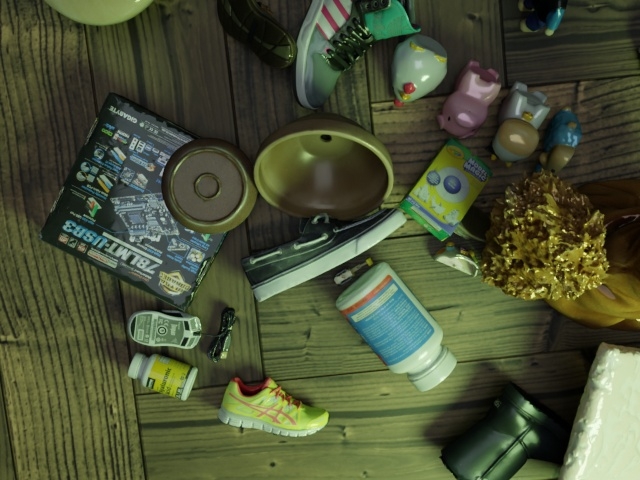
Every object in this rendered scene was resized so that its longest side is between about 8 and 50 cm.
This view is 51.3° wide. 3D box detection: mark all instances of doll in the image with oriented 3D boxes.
[{"bbox_3d":[0.375,-0.405,1.107,0.046,0.189,0.129,-8,96,1],"label":"doll"}]

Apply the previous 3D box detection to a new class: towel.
[{"bbox_3d":[0.557,0.351,1.188,0.316,0.053,0.332,9,98,-30],"label":"towel"}]

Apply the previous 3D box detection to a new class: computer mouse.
[{"bbox_3d":[-0.259,0.163,1.239,0.192,0.042,0.106,10,102,-6],"label":"computer mouse"}]

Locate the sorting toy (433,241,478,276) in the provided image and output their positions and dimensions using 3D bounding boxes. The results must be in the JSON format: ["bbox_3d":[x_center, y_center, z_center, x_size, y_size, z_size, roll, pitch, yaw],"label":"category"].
[{"bbox_3d":[0.256,0.035,1.208,0.083,0.075,0.045,23,96,-3],"label":"sorting toy"}]

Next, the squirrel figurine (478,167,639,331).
[{"bbox_3d":[0.456,0.032,1.053,0.396,0.370,0.281,6,96,-4],"label":"squirrel figurine"}]

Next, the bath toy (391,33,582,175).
[{"bbox_3d":[0.271,-0.227,1.162,0.348,0.151,0.129,27,127,-1],"label":"bath toy"}]

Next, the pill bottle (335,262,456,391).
[{"bbox_3d":[0.140,0.159,1.197,0.124,0.124,0.221,-40,94,4],"label":"pill bottle"}]

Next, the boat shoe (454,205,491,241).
[{"bbox_3d":[0.249,-0.040,1.221,0.153,0.048,0.056,24,69,-9],"label":"boat shoe"}]

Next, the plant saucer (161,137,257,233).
[{"bbox_3d":[-0.194,-0.093,1.152,0.168,0.029,0.169,0,97,-1],"label":"plant saucer"}]

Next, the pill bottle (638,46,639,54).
[{"bbox_3d":[0.617,-0.299,1.179,0.067,0.067,0.120,-24,95,2],"label":"pill bottle"}]

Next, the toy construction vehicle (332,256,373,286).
[{"bbox_3d":[0.037,0.034,1.233,0.098,0.035,0.086,-32,88,6],"label":"toy construction vehicle"}]

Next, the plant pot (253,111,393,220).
[{"bbox_3d":[0.007,-0.143,1.148,0.237,0.237,0.110,4,56,-1],"label":"plant pot"}]

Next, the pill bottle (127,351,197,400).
[{"bbox_3d":[-0.293,0.248,1.235,0.116,0.065,0.065,19,95,-1],"label":"pill bottle"}]

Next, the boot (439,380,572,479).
[{"bbox_3d":[0.369,0.403,1.239,0.246,0.094,0.207,37,102,-12],"label":"boot"}]

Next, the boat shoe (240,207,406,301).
[{"bbox_3d":[0.000,0.000,1.169,0.301,0.108,0.102,-27,90,13],"label":"boat shoe"}]

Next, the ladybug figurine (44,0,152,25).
[{"bbox_3d":[-0.371,-0.579,1.102,0.304,0.162,0.450,-3,96,1],"label":"ladybug figurine"}]

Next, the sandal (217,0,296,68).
[{"bbox_3d":[-0.106,-0.379,1.155,0.219,0.060,0.090,45,127,22],"label":"sandal"}]

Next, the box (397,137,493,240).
[{"bbox_3d":[0.230,-0.099,1.183,0.105,0.043,0.179,38,67,-3],"label":"box"}]

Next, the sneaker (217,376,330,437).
[{"bbox_3d":[-0.084,0.303,1.233,0.208,0.081,0.094,8,94,0],"label":"sneaker"}]

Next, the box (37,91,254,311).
[{"bbox_3d":[-0.305,-0.068,1.199,0.295,0.073,0.293,27,96,-4],"label":"box"}]

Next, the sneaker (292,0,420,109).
[{"bbox_3d":[0.073,-0.352,1.125,0.178,0.123,0.296,20,95,31],"label":"sneaker"}]
